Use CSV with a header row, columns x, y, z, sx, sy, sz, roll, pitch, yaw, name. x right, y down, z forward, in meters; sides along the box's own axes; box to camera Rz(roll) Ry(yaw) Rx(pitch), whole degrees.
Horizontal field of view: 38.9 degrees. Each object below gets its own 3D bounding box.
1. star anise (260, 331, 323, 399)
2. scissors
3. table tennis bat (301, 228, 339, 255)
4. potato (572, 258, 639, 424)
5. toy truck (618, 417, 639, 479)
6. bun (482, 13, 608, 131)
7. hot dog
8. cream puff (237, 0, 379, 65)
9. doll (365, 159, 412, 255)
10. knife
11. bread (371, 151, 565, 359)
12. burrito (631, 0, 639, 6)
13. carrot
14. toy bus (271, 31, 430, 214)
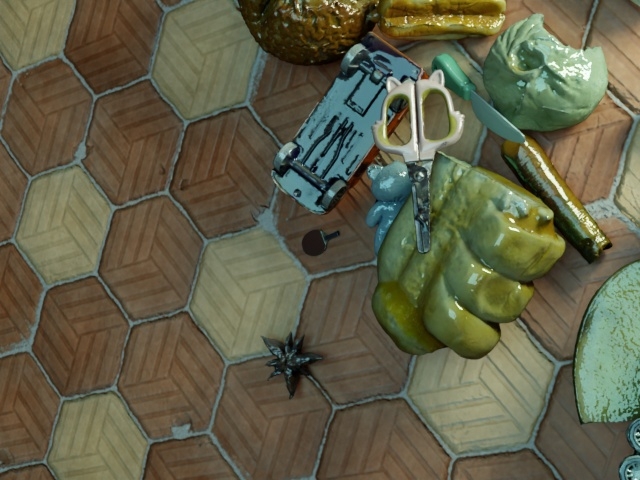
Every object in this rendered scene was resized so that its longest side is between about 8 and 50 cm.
x,y,z,sx,sy,sz,roll,pitch,yaw,name
-0.070,0.227,1.766,0.129,0.056,0.124,42,105,20,star anise
0.166,-0.133,1.512,0.160,0.024,0.317,-6,75,13,scissors
0.000,0.000,1.770,0.083,0.007,0.050,-22,78,24,table tennis bat
0.537,0.160,1.465,0.269,0.112,0.255,-7,80,12,potato
0.554,0.245,1.318,0.184,0.133,0.338,14,83,19,toy truck
0.378,-0.289,1.546,0.213,0.126,0.203,3,92,24,bun
0.206,-0.411,1.626,0.249,0.076,0.102,-1,119,1,hot dog
-0.027,-0.475,1.692,0.303,0.212,0.303,0,91,21,cream puff
0.135,-0.061,1.686,0.120,0.075,0.179,2,112,-12,doll
0.276,-0.240,1.599,0.035,0.063,0.260,-23,55,-17,knife
0.246,0.050,1.542,0.341,0.210,0.300,-61,34,5,bread
0.446,-0.543,1.539,0.445,0.101,0.139,39,115,18,burrito
0.404,-0.076,1.556,0.070,0.070,0.260,-40,74,18,carrot
0.057,-0.206,1.673,0.143,0.153,0.329,38,102,14,toy bus
